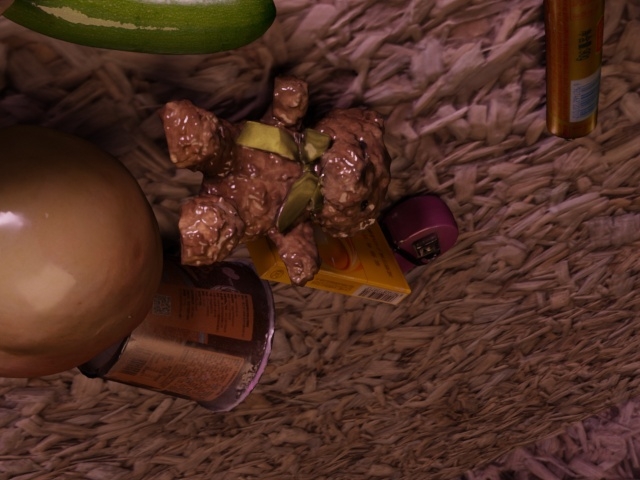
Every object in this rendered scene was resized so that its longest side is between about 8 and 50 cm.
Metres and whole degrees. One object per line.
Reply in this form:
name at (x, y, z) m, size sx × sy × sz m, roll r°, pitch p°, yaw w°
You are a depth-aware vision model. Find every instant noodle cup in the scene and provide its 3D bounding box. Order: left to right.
instant noodle cup at (-0.203, 0.111, 1.425) m, size 0.207 × 0.218 × 0.217 m, roll 16°, pitch 133°, yaw -39°

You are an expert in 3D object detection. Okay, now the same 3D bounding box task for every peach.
peach at (-0.308, 0.019, 1.153) m, size 0.292 × 0.247 × 0.292 m, roll -6°, pitch 127°, yaw -8°

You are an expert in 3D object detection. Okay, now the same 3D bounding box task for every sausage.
sausage at (0.321, -0.224, 1.360) m, size 0.082 × 0.082 × 0.371 m, roll -23°, pitch 151°, yaw 0°

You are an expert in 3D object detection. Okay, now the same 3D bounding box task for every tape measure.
tape measure at (0.144, -0.007, 1.589) m, size 0.118 × 0.074 × 0.125 m, roll -26°, pitch 152°, yaw 4°

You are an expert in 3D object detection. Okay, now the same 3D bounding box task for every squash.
squash at (-0.173, -0.220, 1.030) m, size 0.292 × 0.082 × 0.082 m, roll -2°, pitch 144°, yaw -32°

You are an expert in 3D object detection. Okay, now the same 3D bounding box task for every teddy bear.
teddy bear at (-0.036, -0.068, 1.225) m, size 0.222 × 0.247 × 0.296 m, roll -7°, pitch -179°, yaw 9°

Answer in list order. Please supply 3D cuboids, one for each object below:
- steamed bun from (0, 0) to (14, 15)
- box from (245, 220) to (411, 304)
steamed bun at (-0.379, -0.171, 0.853) m, size 0.427 × 0.247 × 0.189 m, roll -22°, pitch 139°, yaw 28°
box at (0.000, 0.000, 1.428) m, size 0.269 × 0.152 × 0.043 m, roll 14°, pitch 131°, yaw -47°
